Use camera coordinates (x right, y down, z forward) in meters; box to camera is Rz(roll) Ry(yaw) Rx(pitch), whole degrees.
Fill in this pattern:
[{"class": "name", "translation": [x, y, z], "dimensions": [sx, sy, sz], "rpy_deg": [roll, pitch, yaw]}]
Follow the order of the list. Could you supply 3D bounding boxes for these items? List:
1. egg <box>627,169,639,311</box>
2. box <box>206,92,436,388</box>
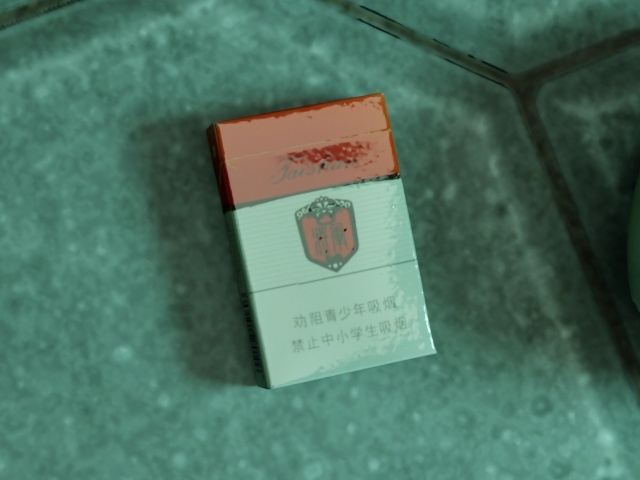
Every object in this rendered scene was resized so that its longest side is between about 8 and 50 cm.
[{"class": "egg", "translation": [0.271, -0.025, 0.897], "dimensions": [0.183, 0.183, 0.217], "rpy_deg": [29, 91, -8]}, {"class": "box", "translation": [0.000, 0.000, 0.914], "dimensions": [0.100, 0.048, 0.152], "rpy_deg": [-11, 87, -14]}]
